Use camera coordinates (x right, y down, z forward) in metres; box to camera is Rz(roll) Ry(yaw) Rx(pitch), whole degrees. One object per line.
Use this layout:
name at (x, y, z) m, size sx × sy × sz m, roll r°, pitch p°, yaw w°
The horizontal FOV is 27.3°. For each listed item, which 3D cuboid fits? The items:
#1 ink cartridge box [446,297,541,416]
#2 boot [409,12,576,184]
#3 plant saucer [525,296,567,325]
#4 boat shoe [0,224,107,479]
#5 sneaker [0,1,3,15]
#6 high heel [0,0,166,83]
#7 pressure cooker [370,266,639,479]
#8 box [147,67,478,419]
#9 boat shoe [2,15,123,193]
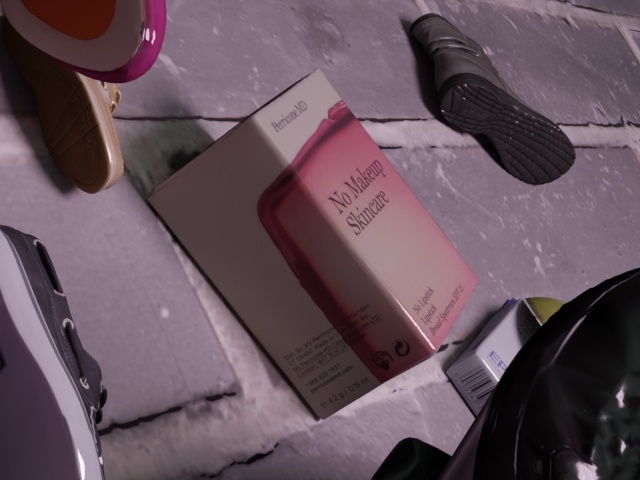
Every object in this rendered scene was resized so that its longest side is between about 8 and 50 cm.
ink cartridge box at (0.238, 0.172, 1.330) m, size 0.223 × 0.045 × 0.224 m, roll 55°, pitch 29°, yaw 0°
boot at (0.217, -0.183, 1.632) m, size 0.246 × 0.083 × 0.161 m, roll 32°, pitch 31°, yaw -37°
plant saucer at (0.295, 0.149, 1.356) m, size 0.241 × 0.037 × 0.241 m, roll 54°, pitch 6°, yaw -9°
boat shoe at (-0.168, 0.087, 0.800) m, size 0.076 × 0.080 × 0.229 m, roll 6°, pitch 48°, yaw -51°
sneaker at (-0.298, -0.209, 0.924) m, size 0.069 × 0.084 × 0.185 m, roll 49°, pitch -6°, yaw 42°
high heel at (-0.154, -0.214, 0.995) m, size 0.181 × 0.127 × 0.377 m, roll 32°, pitch 23°, yaw -46°
pressure cooker at (0.237, 0.255, 0.872) m, size 0.375 × 0.420 × 0.370 m, roll -8°, pitch 61°, yaw -15°
box at (0.000, 0.000, 1.073) m, size 0.232 × 0.126 × 0.148 m, roll 52°, pitch 30°, yaw -6°
boat shoe at (-0.180, -0.112, 0.989) m, size 0.059 × 0.063 × 0.170 m, roll -3°, pitch 62°, yaw -50°
